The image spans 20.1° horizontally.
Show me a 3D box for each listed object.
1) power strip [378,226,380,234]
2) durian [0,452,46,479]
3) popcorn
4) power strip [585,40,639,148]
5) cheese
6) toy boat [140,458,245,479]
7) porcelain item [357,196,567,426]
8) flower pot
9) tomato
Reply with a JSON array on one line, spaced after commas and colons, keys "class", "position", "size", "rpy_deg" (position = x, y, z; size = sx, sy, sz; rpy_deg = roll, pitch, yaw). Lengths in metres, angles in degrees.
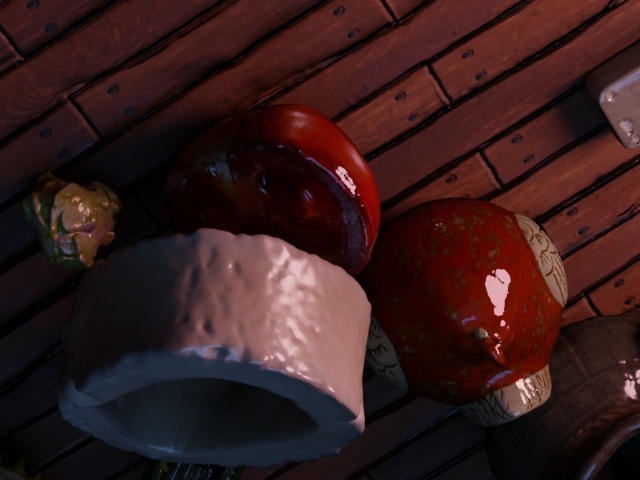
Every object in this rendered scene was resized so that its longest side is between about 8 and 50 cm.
[{"class": "power strip", "position": [0.000, 0.000, 1.978], "size": [0.136, 0.019, 0.051], "rpy_deg": [2, 124, -15]}, {"class": "durian", "position": [-0.408, 0.327, 2.028], "size": [0.260, 0.154, 0.187], "rpy_deg": [-12, 102, 1]}, {"class": "popcorn", "position": [-0.258, -0.019, 1.859], "size": [0.089, 0.109, 0.097], "rpy_deg": [10, 85, 15]}, {"class": "power strip", "position": [0.425, -0.208, 1.927], "size": [0.288, 0.053, 0.093], "rpy_deg": [-32, 123, 7]}, {"class": "cheese", "position": [-0.117, 0.118, 1.858], "size": [0.332, 0.153, 0.292], "rpy_deg": [-19, 145, 38]}, {"class": "toy boat", "position": [-0.127, 0.225, 2.043], "size": [0.104, 0.052, 0.210], "rpy_deg": [25, 90, -5]}, {"class": "porcelain item", "position": [0.159, 0.083, 1.943], "size": [0.252, 0.253, 0.253], "rpy_deg": [-6, 123, -10]}, {"class": "flower pot", "position": [0.350, 0.226, 2.074], "size": [0.301, 0.213, 0.302], "rpy_deg": [-14, 134, -15]}, {"class": "tomato", "position": [-0.035, -0.056, 1.863], "size": [0.233, 0.140, 0.200], "rpy_deg": [-12, 126, 36]}]
